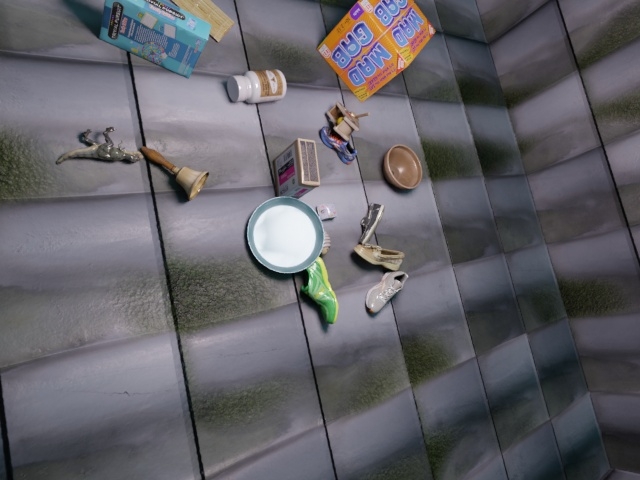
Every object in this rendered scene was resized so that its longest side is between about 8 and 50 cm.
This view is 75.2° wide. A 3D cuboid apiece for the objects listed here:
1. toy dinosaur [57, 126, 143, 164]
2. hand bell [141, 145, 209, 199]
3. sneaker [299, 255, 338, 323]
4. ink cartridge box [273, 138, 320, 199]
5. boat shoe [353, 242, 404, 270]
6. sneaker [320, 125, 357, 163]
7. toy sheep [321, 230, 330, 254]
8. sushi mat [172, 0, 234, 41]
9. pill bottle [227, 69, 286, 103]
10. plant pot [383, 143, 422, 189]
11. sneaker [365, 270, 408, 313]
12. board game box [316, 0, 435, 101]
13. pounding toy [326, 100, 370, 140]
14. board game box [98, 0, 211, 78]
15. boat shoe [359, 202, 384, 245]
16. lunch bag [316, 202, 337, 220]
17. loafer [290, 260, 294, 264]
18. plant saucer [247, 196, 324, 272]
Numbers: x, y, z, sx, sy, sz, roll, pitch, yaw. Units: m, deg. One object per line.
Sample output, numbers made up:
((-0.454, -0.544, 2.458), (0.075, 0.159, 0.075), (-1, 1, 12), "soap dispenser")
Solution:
((-0.750, -0.323, 1.420), (0.267, 0.064, 0.118), (-8, 88, -31), "toy dinosaur")
((-0.548, -0.266, 1.526), (0.241, 0.126, 0.126), (33, 61, -7), "hand bell")
((-0.015, 0.213, 1.737), (0.123, 0.109, 0.296), (-19, 84, -21), "sneaker")
((-0.104, -0.283, 1.719), (0.088, 0.234, 0.194), (1, 76, -32), "ink cartridge box")
((0.272, 0.060, 1.936), (0.285, 0.104, 0.089), (18, 109, -37), "boat shoe")
((0.094, -0.467, 1.985), (0.221, 0.087, 0.083), (40, 59, -18), "sneaker")
((0.000, 0.000, 1.803), (0.091, 0.091, 0.132), (-9, 77, -34), "toy sheep")
((-0.526, -1.000, 1.767), (0.316, 0.019, 0.152), (38, 61, -18), "sushi mat")
((-0.272, -0.655, 1.772), (0.229, 0.131, 0.131), (-20, 89, -35), "pill bottle")
((0.403, -0.364, 2.144), (0.237, 0.109, 0.238), (10, 71, -30), "plant pot")
((0.310, 0.227, 1.918), (0.099, 0.121, 0.262), (48, 57, -12), "sneaker")
((0.278, -1.004, 2.083), (0.356, 0.356, 0.356), (45, 59, -15), "board game box")
((0.131, -0.597, 1.970), (0.154, 0.155, 0.270), (42, 23, -17), "pounding toy")
((-0.603, -0.761, 1.511), (0.335, 0.253, 0.079), (17, 68, -28), "board game box")
((0.233, -0.078, 1.991), (0.079, 0.084, 0.233), (21, 69, 15), "boat shoe")
((0.027, -0.130, 1.874), (0.083, 0.053, 0.071), (-9, 81, -25), "lunch bag")
((-0.122, 0.047, 1.736), (0.045, 0.039, 0.125), (2, 76, -32), "loafer")
((-0.142, -0.022, 1.699), (0.317, 0.043, 0.318), (4, 77, -16), "plant saucer")
